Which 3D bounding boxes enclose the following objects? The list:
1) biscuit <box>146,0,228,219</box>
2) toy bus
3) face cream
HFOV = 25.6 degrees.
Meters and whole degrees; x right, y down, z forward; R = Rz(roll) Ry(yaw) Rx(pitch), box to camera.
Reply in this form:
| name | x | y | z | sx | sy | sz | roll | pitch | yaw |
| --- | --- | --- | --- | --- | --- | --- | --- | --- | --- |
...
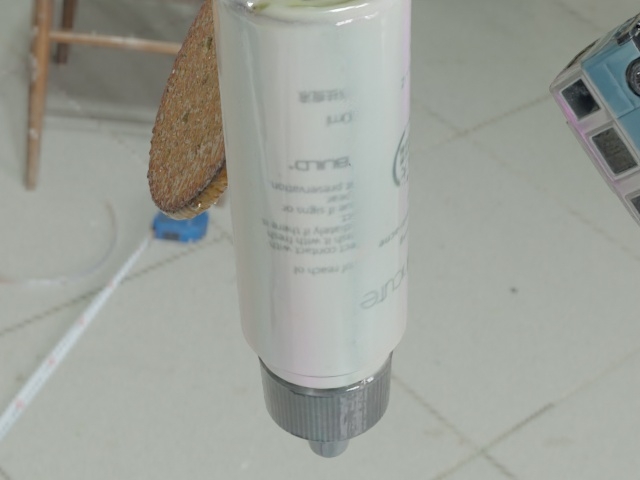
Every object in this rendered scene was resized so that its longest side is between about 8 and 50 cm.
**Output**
| name | x | y | z | sx | sy | sz | roll | pitch | yaw |
| --- | --- | --- | --- | --- | --- | --- | --- | --- | --- |
| biscuit | -0.105 | -0.162 | 1.502 | 0.038 | 0.305 | 0.305 | 20 | 33 | -25 |
| toy bus | 0.183 | -0.057 | 0.761 | 0.123 | 0.075 | 0.060 | 55 | 40 | -8 |
| face cream | 0.000 | 0.000 | 0.706 | 0.092 | 0.311 | 0.092 | -1 | 39 | 1 |
